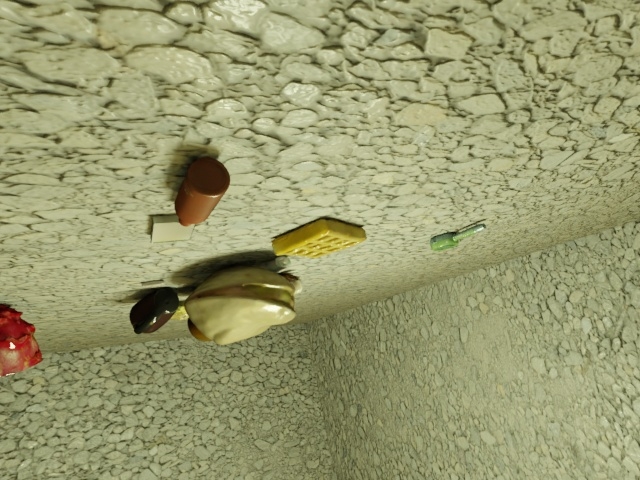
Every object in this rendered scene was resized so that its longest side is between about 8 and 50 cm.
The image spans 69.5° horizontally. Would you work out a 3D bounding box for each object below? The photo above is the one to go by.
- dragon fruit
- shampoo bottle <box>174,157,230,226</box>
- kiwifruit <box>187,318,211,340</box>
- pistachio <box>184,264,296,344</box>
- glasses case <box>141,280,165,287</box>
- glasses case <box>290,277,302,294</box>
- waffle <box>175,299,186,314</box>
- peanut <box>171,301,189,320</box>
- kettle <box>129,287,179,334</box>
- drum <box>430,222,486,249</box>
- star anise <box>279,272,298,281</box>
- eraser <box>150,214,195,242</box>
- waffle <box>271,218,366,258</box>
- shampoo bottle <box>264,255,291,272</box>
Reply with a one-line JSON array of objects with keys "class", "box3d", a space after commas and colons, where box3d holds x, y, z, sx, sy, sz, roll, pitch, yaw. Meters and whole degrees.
[{"class": "dragon fruit", "box3d": [-1.163, 0.344, 1.559, 0.386, 0.249, 0.371, -2, 178, -21]}, {"class": "shampoo bottle", "box3d": [-0.255, -0.084, 0.955, 0.085, 0.085, 0.244, -4, 166, -27]}, {"class": "kiwifruit", "box3d": [-0.551, 0.404, 2.329, 0.234, 0.196, 0.196, -26, 160, 25]}, {"class": "pistachio", "box3d": [-0.293, 0.237, 1.710, 0.445, 0.281, 0.365, -13, 155, 28]}, {"class": "glasses case", "box3d": [-0.617, 0.162, 1.706, 0.083, 0.021, 0.032, -6, 162, -18]}, {"class": "glasses case", "box3d": [-0.163, 0.233, 2.207, 0.204, 0.081, 0.051, -26, 158, 39]}, {"class": "waffle", "box3d": [-0.494, 0.254, 1.969, 0.261, 0.056, 0.250, -27, 172, 35]}, {"class": "peanut", "box3d": [-0.674, 0.331, 2.181, 0.214, 0.099, 0.099, -1, 163, -17]}, {"class": "kettle", "box3d": [-0.677, 0.288, 1.859, 0.232, 0.144, 0.202, -34, -168, 42]}, {"class": "drum", "box3d": [0.541, -0.015, 1.872, 0.130, 0.049, 0.253, -5, 164, -23]}, {"class": "star anise", "box3d": [-0.168, 0.172, 2.022, 0.157, 0.053, 0.212, -12, 163, 6]}, {"class": "eraser", "box3d": [-0.377, -0.029, 1.173, 0.104, 0.023, 0.150, -5, 164, -24]}, {"class": "waffle", "box3d": [0.000, 0.000, 1.504, 0.221, 0.055, 0.248, -21, 162, 32]}, {"class": "shampoo bottle", "box3d": [-0.159, 0.090, 1.744, 0.072, 0.043, 0.099, 4, 158, -39]}]
